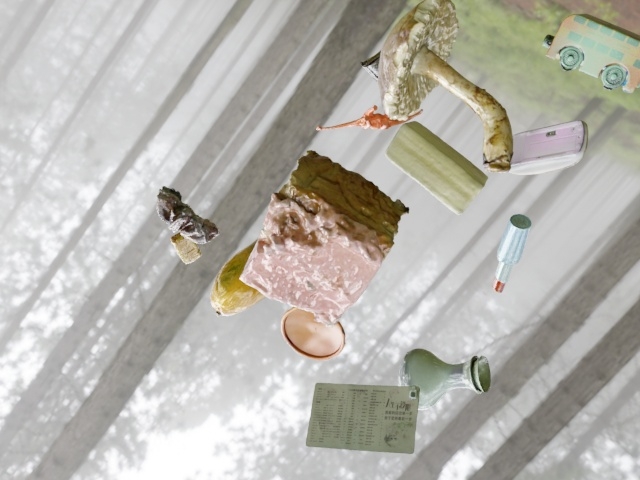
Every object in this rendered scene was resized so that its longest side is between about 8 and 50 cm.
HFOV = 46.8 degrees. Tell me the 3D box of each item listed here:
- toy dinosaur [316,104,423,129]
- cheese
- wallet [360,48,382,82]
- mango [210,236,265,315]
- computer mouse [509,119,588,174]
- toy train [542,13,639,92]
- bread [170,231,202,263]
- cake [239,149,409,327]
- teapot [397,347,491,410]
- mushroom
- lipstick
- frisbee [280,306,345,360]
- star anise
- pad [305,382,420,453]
[{"bbox_3d":[0.129,-0.314,1.932,0.280,0.055,0.101,-1,170,-2],"label":"toy dinosaur"},{"bbox_3d":[0.315,-0.201,2.006,0.265,0.124,0.242,39,-165,6],"label":"cheese"},{"bbox_3d":[0.221,-0.498,2.177,0.243,0.133,0.039,27,-143,-63],"label":"wallet"},{"bbox_3d":[-0.183,0.083,2.153,0.144,0.359,0.187,38,151,13],"label":"mango"},{"bbox_3d":[0.581,-0.239,1.910,0.056,0.125,0.245,21,160,-38],"label":"computer mouse"},{"bbox_3d":[0.486,-0.331,1.296,0.188,0.099,0.072,29,-152,13],"label":"toy train"},{"bbox_3d":[-0.447,0.022,2.462,0.053,0.074,0.132,52,167,36],"label":"bread"},{"bbox_3d":[0.000,0.000,1.804,0.314,0.306,0.293,33,-149,-4],"label":"cake"},{"bbox_3d":[0.360,0.399,2.153,0.183,0.251,0.183,25,-120,-55],"label":"teapot"},{"bbox_3d":[0.236,-0.278,1.330,0.302,0.233,0.208,41,168,-12],"label":"mushroom"},{"bbox_3d":[0.519,0.046,2.045,0.068,0.274,0.061,8,-134,3],"label":"lipstick"},{"bbox_3d":[-0.018,0.252,2.060,0.192,0.192,0.035,38,-143,-5],"label":"frisbee"},{"bbox_3d":[-0.385,-0.064,2.114,0.236,0.093,0.229,38,-177,-30],"label":"star anise"},{"bbox_3d":[0.097,0.413,1.733,0.009,0.265,0.159,55,-142,-54],"label":"pad"}]
